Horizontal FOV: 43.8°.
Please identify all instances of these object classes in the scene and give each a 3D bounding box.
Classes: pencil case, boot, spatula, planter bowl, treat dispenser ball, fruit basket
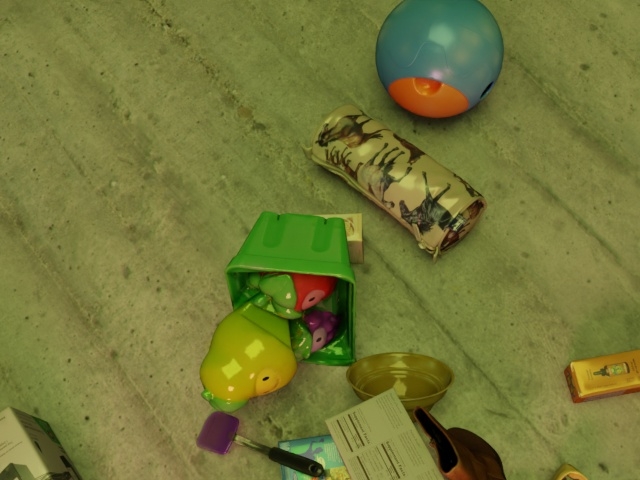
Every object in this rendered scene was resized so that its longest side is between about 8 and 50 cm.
[{"bbox_3d":[0.160,-0.136,1.777,0.410,0.159,0.183,38,62,16],"label":"pencil case"},{"bbox_3d":[0.241,0.391,1.472,0.096,0.280,0.264,-38,34,11],"label":"boot"},{"bbox_3d":[-0.123,0.420,1.615,0.297,0.030,0.084,13,69,24],"label":"spatula"},{"bbox_3d":[0.161,0.312,1.617,0.217,0.217,0.090,0,106,4],"label":"planter bowl"},{"bbox_3d":[0.268,-0.423,1.810,0.289,0.288,0.288,-1,69,4],"label":"treat dispenser ball"},{"bbox_3d":[-0.073,0.172,1.565,0.283,0.392,0.391,5,70,6],"label":"fruit basket"}]

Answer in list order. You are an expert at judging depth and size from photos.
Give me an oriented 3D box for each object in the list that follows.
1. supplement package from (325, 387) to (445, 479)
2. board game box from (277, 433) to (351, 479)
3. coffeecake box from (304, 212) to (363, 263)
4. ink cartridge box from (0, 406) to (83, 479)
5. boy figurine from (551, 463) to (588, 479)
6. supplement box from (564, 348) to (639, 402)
[{"bbox_3d":[0.140,0.444,1.440,0.145,0.204,0.261,-24,47,-5],"label":"supplement package"},{"bbox_3d":[0.027,0.474,1.612,0.211,0.047,0.160,-8,68,2],"label":"board game box"},{"bbox_3d":[0.000,0.000,1.745,0.186,0.142,0.068,-2,68,3],"label":"coffeecake box"},{"bbox_3d":[-0.551,0.491,1.565,0.122,0.211,0.289,-36,72,-11],"label":"ink cartridge box"},{"bbox_3d":[0.483,0.574,1.517,0.177,0.092,0.285,7,73,10],"label":"boy figurine"},{"bbox_3d":[0.626,0.271,1.629,0.234,0.080,0.078,-9,68,-1],"label":"supplement box"}]
